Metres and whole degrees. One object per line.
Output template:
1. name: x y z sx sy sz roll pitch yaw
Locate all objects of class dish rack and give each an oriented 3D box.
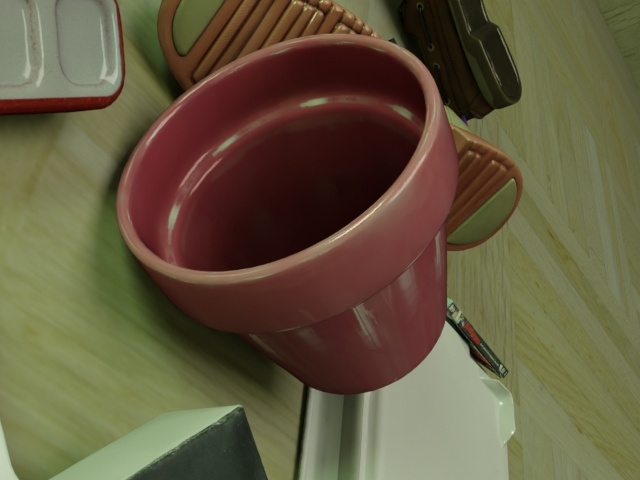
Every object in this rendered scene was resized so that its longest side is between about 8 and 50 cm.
1. dish rack: 0.092 0.196 0.669 0.285 0.072 0.332 44 37 -36

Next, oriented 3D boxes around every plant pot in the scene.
1. plant pot: 0.000 0.000 0.530 0.180 0.201 0.201 63 26 -43

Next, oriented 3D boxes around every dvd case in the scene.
1. dvd case: 0.129 0.081 0.802 0.119 0.013 0.087 47 -7 -33

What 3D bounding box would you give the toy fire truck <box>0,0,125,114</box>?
1. toy fire truck: -0.201 -0.169 0.333 0.302 0.169 0.253 -22 110 -60

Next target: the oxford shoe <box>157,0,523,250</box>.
1. oxford shoe: 0.012 -0.113 0.708 0.397 0.140 0.146 31 16 -42

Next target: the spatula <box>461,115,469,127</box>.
1. spatula: 0.148 -0.140 0.977 0.296 0.030 0.084 30 42 -56

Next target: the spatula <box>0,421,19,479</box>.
1. spatula: -0.182 0.084 0.303 0.168 0.019 0.242 -11 82 -49

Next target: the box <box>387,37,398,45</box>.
1. box: 0.090 -0.186 0.954 0.083 0.018 0.067 57 31 -21

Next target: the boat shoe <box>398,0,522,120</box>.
1. boat shoe: 0.147 -0.297 1.039 0.111 0.104 0.307 -25 96 -52

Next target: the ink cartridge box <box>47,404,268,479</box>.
1. ink cartridge box: -0.120 0.195 0.268 0.333 0.065 0.165 -26 99 -53
